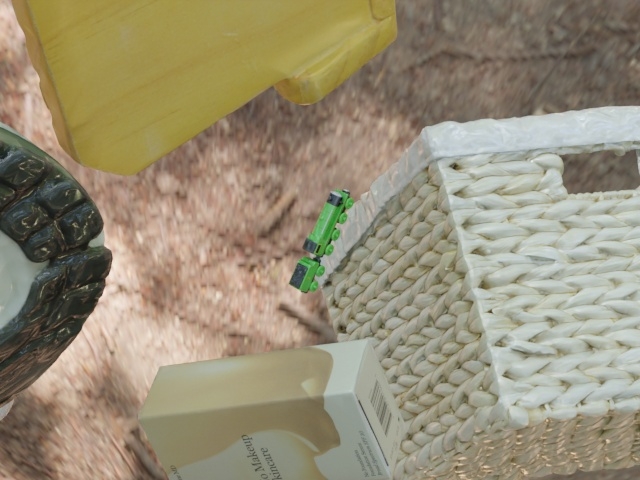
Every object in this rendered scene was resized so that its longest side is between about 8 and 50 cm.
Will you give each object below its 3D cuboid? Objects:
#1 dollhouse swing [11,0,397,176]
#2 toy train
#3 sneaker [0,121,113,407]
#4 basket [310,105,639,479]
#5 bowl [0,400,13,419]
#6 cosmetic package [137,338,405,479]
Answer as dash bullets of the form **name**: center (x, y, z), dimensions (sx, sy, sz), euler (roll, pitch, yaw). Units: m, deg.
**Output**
- **dollhouse swing**: center (-0.125, -0.278, 1.237), dimensions (0.305, 0.346, 0.315), euler (-24, 47, -12)
- **toy train**: center (0.000, 0.000, 1.192), dimensions (0.017, 0.024, 0.083), euler (26, 97, 34)
- **sneaker**: center (-0.280, -0.060, 0.660), dimensions (0.182, 0.410, 0.158), euler (30, 83, 46)
- **basket**: center (0.206, 0.063, 1.474), dimensions (0.328, 0.331, 0.266), euler (-5, 72, -21)
- **bowl**: center (-0.323, 0.101, 1.340), dimensions (0.142, 0.053, 0.142), euler (-4, 117, -7)
- **cosmetic package**: center (-0.023, 0.088, 0.791), dimensions (0.115, 0.060, 0.041), euler (-11, 33, 23)
